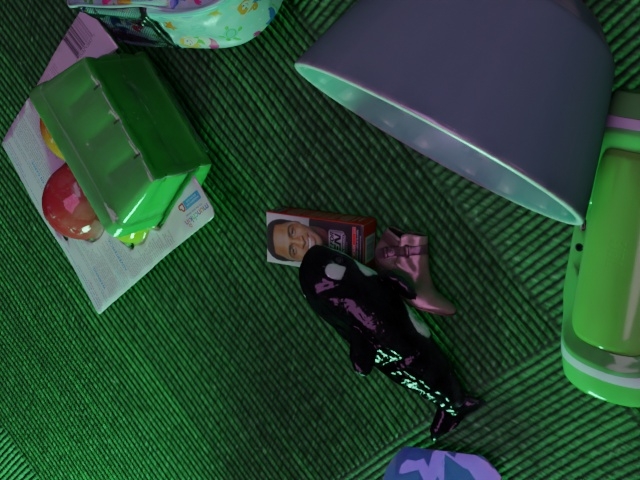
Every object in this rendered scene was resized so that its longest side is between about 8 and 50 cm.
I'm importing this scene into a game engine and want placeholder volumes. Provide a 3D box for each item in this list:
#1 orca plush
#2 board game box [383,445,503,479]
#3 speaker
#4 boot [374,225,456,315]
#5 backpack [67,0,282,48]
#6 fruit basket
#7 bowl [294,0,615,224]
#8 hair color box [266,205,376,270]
[{"bbox_3d":[0.064,0.139,0.854,0.151,0.102,0.287,-19,110,45],"label":"orca plush"},{"bbox_3d":[0.165,0.330,0.916,0.168,0.033,0.133,-1,97,24],"label":"board game box"},{"bbox_3d":[0.319,0.006,0.695,0.131,0.131,0.297,12,108,26],"label":"speaker"},{"bbox_3d":[0.118,0.034,0.861,0.118,0.042,0.087,18,108,23],"label":"boot"},{"bbox_3d":[-0.161,-0.347,0.827,0.253,0.191,0.225,14,82,19],"label":"backpack"},{"bbox_3d":[-0.318,-0.098,1.027,0.353,0.165,0.327,-37,83,46],"label":"fruit basket"},{"bbox_3d":[0.146,-0.160,0.675,0.311,0.311,0.163,31,96,19],"label":"bowl"},{"bbox_3d":[0.000,0.000,0.915,0.141,0.043,0.072,8,108,27],"label":"hair color box"}]
